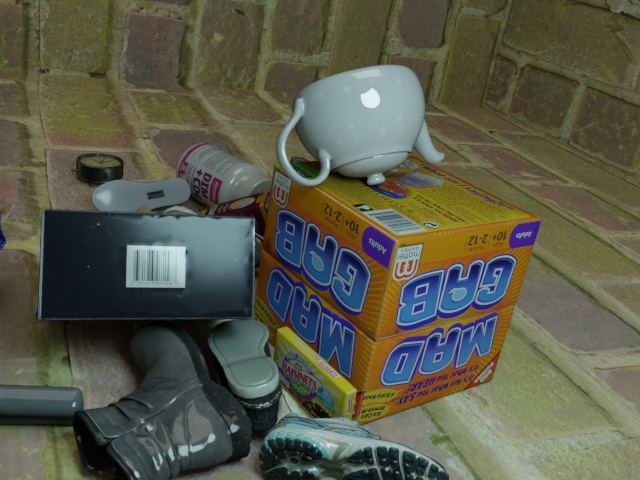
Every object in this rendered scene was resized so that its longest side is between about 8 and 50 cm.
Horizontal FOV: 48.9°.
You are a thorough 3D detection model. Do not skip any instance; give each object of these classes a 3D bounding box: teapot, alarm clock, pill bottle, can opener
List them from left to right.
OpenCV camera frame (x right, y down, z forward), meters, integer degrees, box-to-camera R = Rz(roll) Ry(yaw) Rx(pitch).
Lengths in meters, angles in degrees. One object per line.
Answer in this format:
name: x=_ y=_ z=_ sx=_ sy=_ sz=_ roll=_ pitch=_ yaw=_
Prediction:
can opener: x=-0.501 y=0.264 z=1.037 sx=0.283 sy=0.076 sz=0.095 roll=5 pitch=56 yaw=-13
alarm clock: x=-0.629 y=-0.212 z=2.035 sx=0.129 sy=0.064 sz=0.192 roll=11 pitch=26 yaw=2
pill bottle: x=-0.252 y=-0.153 z=1.934 sx=0.283 sy=0.160 sz=0.160 roll=28 pitch=29 yaw=35
teapot: x=0.073 y=-0.189 z=1.251 sx=0.256 sy=0.187 sz=0.252 roll=-12 pitch=-1 yaw=15

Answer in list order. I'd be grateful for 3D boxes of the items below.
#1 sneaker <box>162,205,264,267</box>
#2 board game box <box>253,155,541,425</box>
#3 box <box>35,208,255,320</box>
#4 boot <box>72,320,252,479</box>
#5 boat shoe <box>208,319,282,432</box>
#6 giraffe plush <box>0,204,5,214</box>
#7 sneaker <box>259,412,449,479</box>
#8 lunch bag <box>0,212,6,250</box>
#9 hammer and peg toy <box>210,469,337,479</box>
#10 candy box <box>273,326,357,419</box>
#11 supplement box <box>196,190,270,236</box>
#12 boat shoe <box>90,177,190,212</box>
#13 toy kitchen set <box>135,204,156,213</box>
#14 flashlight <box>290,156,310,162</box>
sneaker: x=-0.245 y=0.002 z=1.611 sx=0.271 sy=0.100 sz=0.108 roll=19 pitch=5 yaw=-4
board game box: x=0.128 y=0.067 z=1.348 sx=0.356 sy=0.356 sz=0.356 roll=-8 pitch=29 yaw=-35
box: x=-0.319 y=0.052 z=1.270 sx=0.343 sy=0.179 sz=0.312 roll=2 pitch=-6 yaw=-19
boot: x=-0.279 y=0.244 z=1.086 sx=0.223 sy=0.118 sz=0.338 roll=-10 pitch=29 yaw=-37
boat shoe: x=-0.131 y=0.222 z=1.214 sx=0.114 sy=0.091 sz=0.302 roll=-8 pitch=17 yaw=-7
giraffe plush: x=-0.795 y=-0.039 z=1.480 sx=0.170 sy=0.181 sz=0.210 roll=-10 pitch=54 yaw=14
sneaker: x=0.057 y=0.317 z=1.071 sx=0.283 sy=0.110 sz=0.122 roll=13 pitch=20 yaw=5
lunch bag: x=-0.734 y=0.055 z=1.243 sx=0.221 sy=0.138 sz=0.293 roll=21 pitch=60 yaw=-8
hammer and peg toy: x=0.023 y=0.412 z=0.820 sx=0.361 sy=0.127 sz=0.266 roll=11 pitch=26 yaw=3
candy box: x=-0.016 y=0.243 z=1.207 sx=0.027 sy=0.105 sz=0.206 roll=-9 pitch=29 yaw=-36
supplement box: x=-0.209 y=-0.048 z=1.727 sx=0.188 sy=0.080 sz=0.104 roll=-14 pitch=22 yaw=9
boat shoe: x=-0.480 y=-0.119 z=1.862 sx=0.267 sy=0.096 sz=0.088 roll=-16 pitch=6 yaw=-36
toy kitchen set: x=-0.438 y=-0.032 z=1.760 sx=0.083 sy=0.075 sz=0.068 roll=38 pitch=-24 yaw=-16
flashlight: x=0.049 y=-0.194 z=2.220 sx=0.304 sy=0.103 sz=0.103 roll=9 pitch=23 yaw=-2
